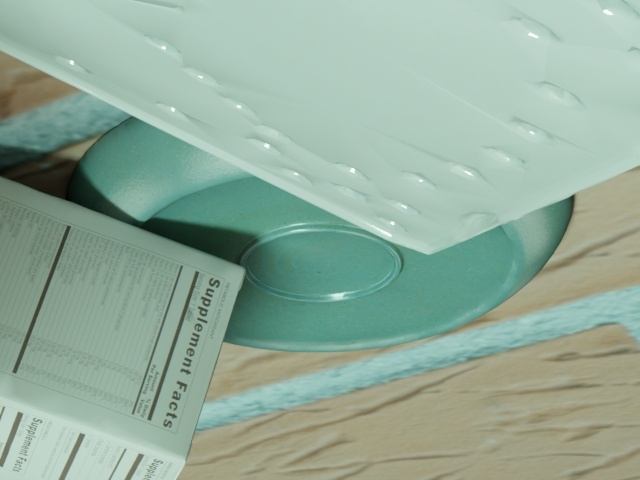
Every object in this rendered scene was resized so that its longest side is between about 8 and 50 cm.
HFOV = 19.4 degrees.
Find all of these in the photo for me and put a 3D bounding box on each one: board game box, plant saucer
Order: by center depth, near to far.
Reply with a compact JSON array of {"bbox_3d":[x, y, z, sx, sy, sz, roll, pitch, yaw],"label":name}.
[{"bbox_3d":[-0.091,-0.119,0.536,0.390,0.050,0.390,26,170,-6],"label":"board game box"},{"bbox_3d":[0.000,0.000,1.163,0.317,0.044,0.317,-1,152,-1],"label":"plant saucer"}]

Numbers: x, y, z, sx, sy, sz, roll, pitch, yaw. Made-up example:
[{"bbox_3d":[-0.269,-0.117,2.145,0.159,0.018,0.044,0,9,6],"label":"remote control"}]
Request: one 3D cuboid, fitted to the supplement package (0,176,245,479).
[{"bbox_3d":[-0.188,0.058,1.108,0.244,0.139,0.134,21,149,-7],"label":"supplement package"}]
